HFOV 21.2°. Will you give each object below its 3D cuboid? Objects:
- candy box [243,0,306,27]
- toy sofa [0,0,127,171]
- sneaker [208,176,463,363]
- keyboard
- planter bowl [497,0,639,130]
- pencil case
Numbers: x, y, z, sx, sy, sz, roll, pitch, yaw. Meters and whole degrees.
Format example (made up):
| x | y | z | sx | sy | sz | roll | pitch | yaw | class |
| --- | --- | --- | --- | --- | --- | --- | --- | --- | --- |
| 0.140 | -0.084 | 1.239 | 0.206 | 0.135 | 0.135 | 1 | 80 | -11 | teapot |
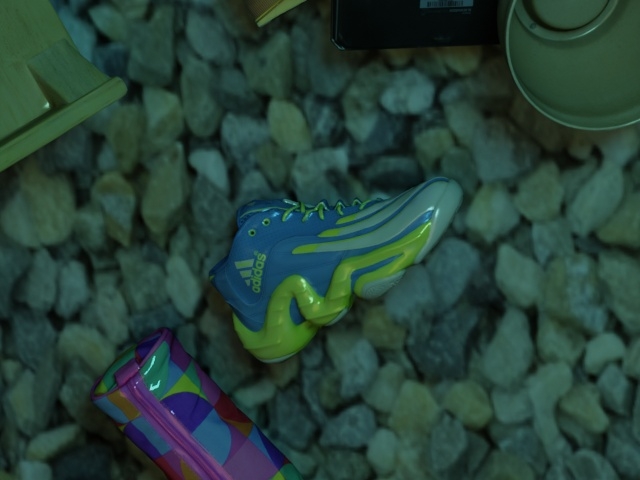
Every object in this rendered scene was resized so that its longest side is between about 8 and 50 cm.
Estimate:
| x | y | z | sx | sy | sz | roll | pitch | yaw | class |
| --- | --- | --- | --- | --- | --- | --- | --- | --- | --- |
| -0.047 | -0.276 | 1.346 | 0.109 | 0.053 | 0.187 | -26 | 102 | 17 | candy box |
| -0.322 | -0.219 | 1.325 | 0.177 | 0.150 | 0.363 | -4 | 118 | 59 | toy sofa |
| 0.000 | 0.000 | 1.420 | 0.240 | 0.091 | 0.126 | -40 | 98 | 22 | sneaker |
| 0.097 | -0.204 | 1.331 | 0.180 | 0.023 | 0.108 | -4 | 117 | -11 | keyboard |
| 0.202 | -0.178 | 1.292 | 0.162 | 0.109 | 0.162 | -5 | 118 | -10 | planter bowl |
| -0.095 | 0.188 | 1.504 | 0.104 | 0.104 | 0.236 | -40 | 98 | 21 | pencil case |
